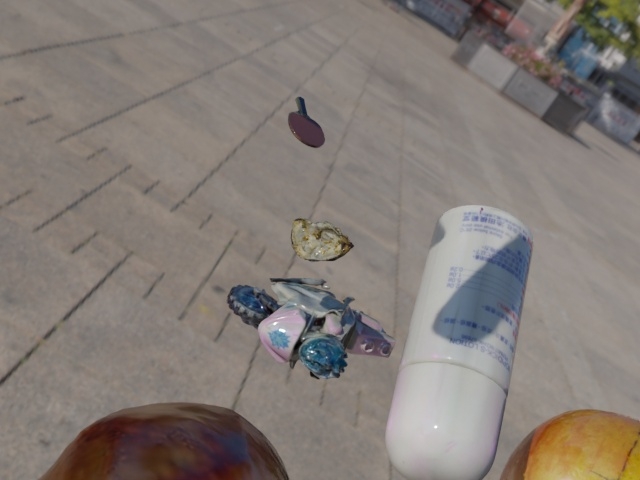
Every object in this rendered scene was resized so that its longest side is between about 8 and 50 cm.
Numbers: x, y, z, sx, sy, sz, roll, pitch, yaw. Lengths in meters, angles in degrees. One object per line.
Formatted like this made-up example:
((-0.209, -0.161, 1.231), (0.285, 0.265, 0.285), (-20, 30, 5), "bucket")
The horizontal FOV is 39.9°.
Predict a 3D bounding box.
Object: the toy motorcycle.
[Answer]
((0.005, 0.134, 1.174), (0.239, 0.108, 0.204), (-1, 23, -22), "toy motorcycle")

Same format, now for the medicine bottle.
((0.165, 0.128, 1.040), (0.130, 0.130, 0.341), (28, 56, -16), "medicine bottle")

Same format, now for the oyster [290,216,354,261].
((0.003, 0.000, 1.068), (0.083, 0.054, 0.019), (9, 20, 29), "oyster")

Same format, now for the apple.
((0.380, 0.361, 1.188), (0.286, 0.286, 0.233), (33, 60, -1), "apple")

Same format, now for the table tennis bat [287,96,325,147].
((-0.019, -0.141, 1.051), (0.050, 0.007, 0.083), (17, 42, -30), "table tennis bat")

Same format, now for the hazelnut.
((-0.097, 0.187, 0.529), (0.178, 0.178, 0.204), (38, 30, 13), "hazelnut")
